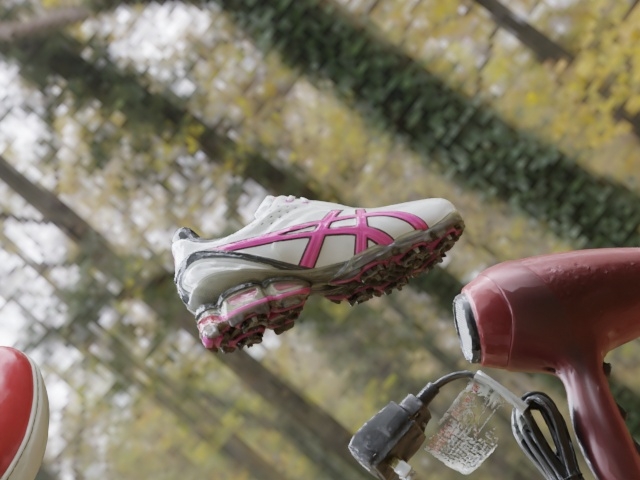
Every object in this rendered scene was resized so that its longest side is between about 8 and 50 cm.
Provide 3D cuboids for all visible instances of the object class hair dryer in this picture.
[{"bbox_3d":[0.180,0.109,1.249,0.293,0.223,0.080,-51,-11,-20],"label":"hair dryer"}]

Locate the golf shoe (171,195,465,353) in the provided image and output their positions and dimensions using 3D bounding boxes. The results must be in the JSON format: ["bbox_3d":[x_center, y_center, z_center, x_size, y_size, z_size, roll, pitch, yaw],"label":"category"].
[{"bbox_3d":[0.000,0.000,1.103,0.186,0.086,0.067,-18,-22,-22],"label":"golf shoe"}]

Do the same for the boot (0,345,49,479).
[{"bbox_3d":[-0.276,0.126,1.216,0.176,0.088,0.244,63,-147,-35],"label":"boot"}]
